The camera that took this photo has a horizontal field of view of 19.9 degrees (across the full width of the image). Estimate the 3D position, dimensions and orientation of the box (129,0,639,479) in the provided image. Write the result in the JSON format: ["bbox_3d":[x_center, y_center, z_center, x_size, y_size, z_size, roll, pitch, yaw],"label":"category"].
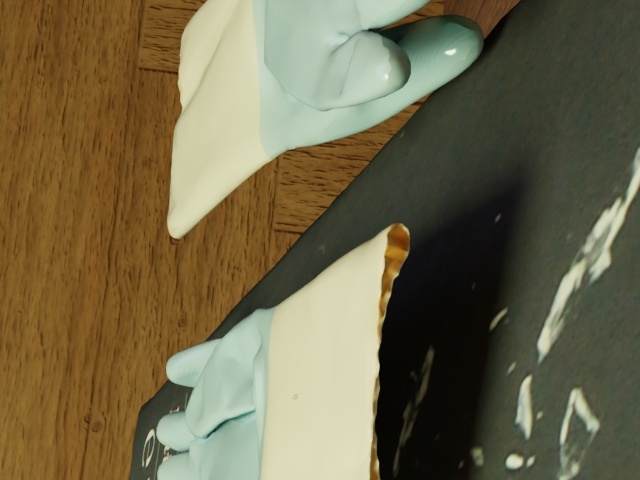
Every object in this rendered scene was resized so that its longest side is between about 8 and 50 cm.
[{"bbox_3d":[0.131,0.202,0.493,0.472,0.297,0.480,-45,34,52],"label":"box"}]

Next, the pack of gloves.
[{"bbox_3d":[0.000,0.000,0.544,0.232,0.046,0.195,153,121,-70],"label":"pack of gloves"}]
